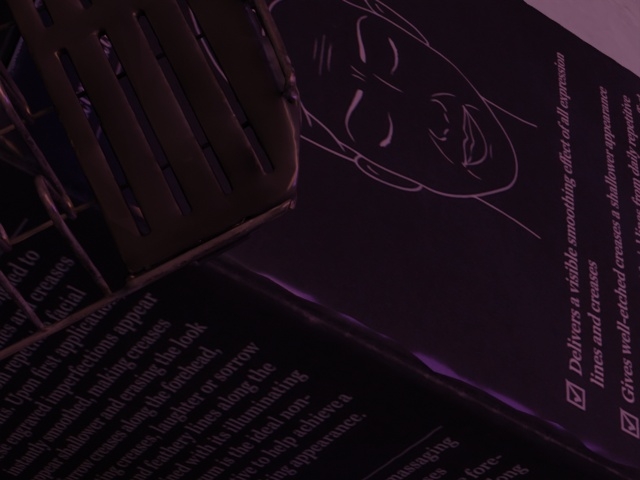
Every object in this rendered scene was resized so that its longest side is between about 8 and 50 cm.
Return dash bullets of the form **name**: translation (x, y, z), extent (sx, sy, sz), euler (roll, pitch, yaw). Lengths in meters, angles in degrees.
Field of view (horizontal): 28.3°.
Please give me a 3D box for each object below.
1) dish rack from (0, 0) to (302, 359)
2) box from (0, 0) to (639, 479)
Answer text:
- **dish rack**: translation (-0.150, -0.040, 0.389), extent (0.271, 0.074, 0.208), euler (-26, 70, -4)
- **box**: translation (0.000, 0.000, 0.650), extent (0.395, 0.212, 0.293), euler (29, 43, -21)
